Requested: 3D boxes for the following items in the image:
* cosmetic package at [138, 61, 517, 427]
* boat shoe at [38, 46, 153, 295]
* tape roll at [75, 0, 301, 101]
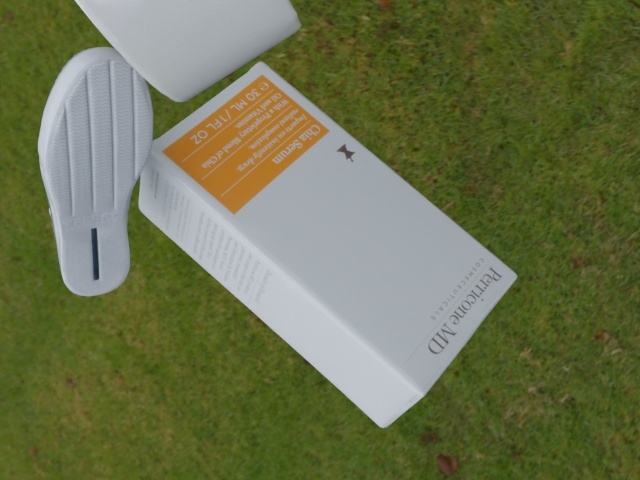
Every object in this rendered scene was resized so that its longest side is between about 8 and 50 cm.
[{"bbox_3d":[0.000,0.000,1.033,0.453,0.230,0.161,40,150,7],"label":"cosmetic package"},{"bbox_3d":[-0.278,-0.085,0.905,0.119,0.121,0.335,54,139,37],"label":"boat shoe"},{"bbox_3d":[-0.125,-0.232,0.492,0.100,0.286,0.286,-30,85,5],"label":"tape roll"}]
